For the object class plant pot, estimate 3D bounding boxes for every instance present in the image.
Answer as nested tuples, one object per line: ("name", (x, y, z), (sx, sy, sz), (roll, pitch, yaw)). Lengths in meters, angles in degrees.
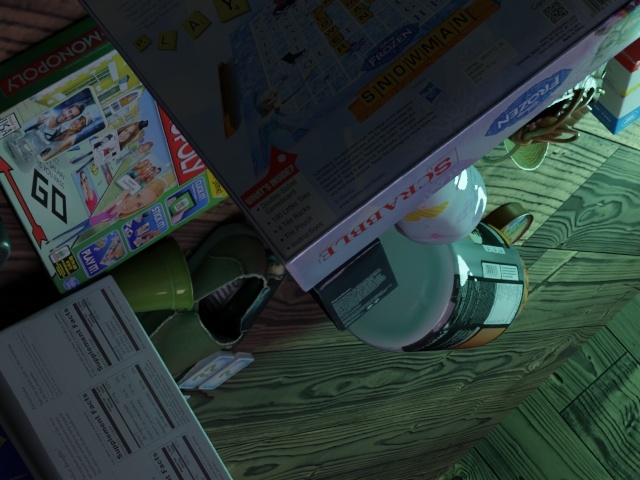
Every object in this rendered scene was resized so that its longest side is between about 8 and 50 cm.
("plant pot", (-0.187, 0.046, 1.283), (0.079, 0.083, 0.083), (-16, 150, -20))

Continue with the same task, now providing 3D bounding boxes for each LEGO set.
("LEGO set", (-0.210, 0.230, 1.585), (0.244, 0.060, 0.182), (-35, 163, 11))

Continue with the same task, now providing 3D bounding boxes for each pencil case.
("pencil case", (0.103, -0.089, 1.296), (0.113, 0.124, 0.273), (-2, 162, 18))

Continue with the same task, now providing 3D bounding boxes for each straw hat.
("straw hat", (0.235, -0.159, 1.527), (0.061, 0.145, 0.144), (-3, -178, 37))

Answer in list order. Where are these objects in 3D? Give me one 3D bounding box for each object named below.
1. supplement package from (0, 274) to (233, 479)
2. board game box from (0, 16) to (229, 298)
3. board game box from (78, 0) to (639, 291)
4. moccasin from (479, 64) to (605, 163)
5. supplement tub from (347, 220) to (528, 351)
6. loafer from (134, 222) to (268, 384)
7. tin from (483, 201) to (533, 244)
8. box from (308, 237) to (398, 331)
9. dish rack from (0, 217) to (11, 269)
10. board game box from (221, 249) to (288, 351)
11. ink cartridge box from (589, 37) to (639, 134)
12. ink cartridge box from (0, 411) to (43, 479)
("supplement package", (-0.222, 0.205, 1.229), (0.145, 0.262, 0.204), (-28, 170, -23))
("board game box", (-0.184, -0.083, 1.074), (0.213, 0.046, 0.317), (-32, 157, -13))
("board game box", (0.018, -0.182, 0.837), (0.318, 0.318, 0.066), (-36, 158, -3))
("moccasin", (0.237, -0.163, 1.327), (0.380, 0.139, 0.147), (-37, 125, -65))
("supplement tub", (0.166, 0.058, 1.675), (0.193, 0.193, 0.316), (-47, 157, 18))
("loafer", (-0.146, 0.093, 1.381), (0.094, 0.087, 0.251), (19, 117, -37))
("tin", (0.262, 0.011, 1.937), (0.189, 0.040, 0.106), (-42, 153, 8))
("box", (0.000, 0.000, 1.362), (0.093, 0.156, 0.158), (-38, 157, -4))
("dish rack", (-0.397, 0.049, 0.973), (0.271, 0.074, 0.208), (-2, 137, -53))
("board game box", (-0.117, 0.085, 1.517), (0.126, 0.026, 0.186), (-12, 145, -47))
("ink cartridge box", (0.443, -0.261, 1.640), (0.134, 0.078, 0.231), (-34, 157, -11))
("ink cartridge box", (-0.337, 0.271, 1.136), (0.165, 0.333, 0.065), (-16, 146, -41))
